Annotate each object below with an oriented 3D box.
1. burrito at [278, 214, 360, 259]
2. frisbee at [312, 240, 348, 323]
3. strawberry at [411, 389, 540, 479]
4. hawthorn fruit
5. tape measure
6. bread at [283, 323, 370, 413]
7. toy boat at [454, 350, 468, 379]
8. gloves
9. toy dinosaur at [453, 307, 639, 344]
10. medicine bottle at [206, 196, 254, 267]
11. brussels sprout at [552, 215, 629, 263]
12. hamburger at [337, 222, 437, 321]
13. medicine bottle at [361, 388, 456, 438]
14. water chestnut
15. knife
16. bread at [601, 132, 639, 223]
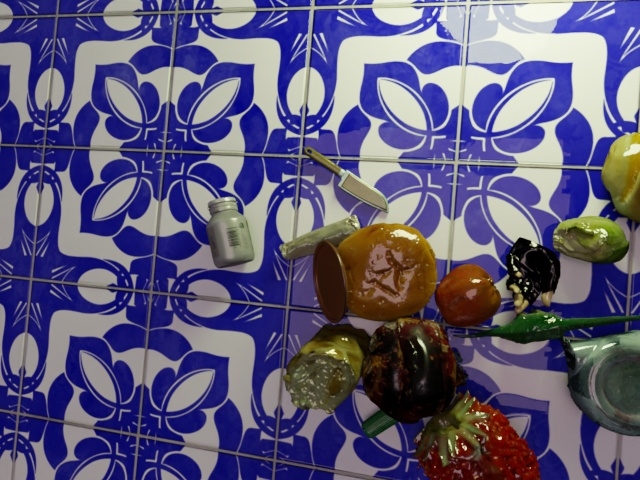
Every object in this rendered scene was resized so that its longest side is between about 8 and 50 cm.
[{"bbox_3d":[0.000,0.000,1.495,0.275,0.059,0.082,-20,74,10],"label":"burrito"},{"bbox_3d":[0.028,0.124,1.406,0.021,0.251,0.251,-6,86,-20],"label":"frisbee"},{"bbox_3d":[0.434,0.623,1.290,0.292,0.292,0.343,-34,96,9],"label":"strawberry"},{"bbox_3d":[0.421,0.164,1.344,0.189,0.189,0.189,-1,88,12],"label":"hawthorn fruit"},{"bbox_3d":[0.810,0.377,1.263,0.256,0.147,0.275,-13,81,9],"label":"tape measure"},{"bbox_3d":[0.025,0.369,1.383,0.196,0.252,0.238,38,100,7],"label":"bread"},{"bbox_3d":[0.392,0.356,1.394,0.061,0.060,0.137,-45,73,26],"label":"toy boat"},{"bbox_3d":[0.590,0.110,1.330,0.164,0.124,0.203,29,92,24],"label":"gloves"},{"bbox_3d":[0.589,0.238,1.235,0.447,0.301,0.087,-15,86,9],"label":"toy dinosaur"},{"bbox_3d":[-0.299,-0.026,1.520,0.135,0.135,0.215,-14,84,11],"label":"medicine bottle"},{"bbox_3d":[0.752,0.001,1.295,0.183,0.145,0.131,23,124,52],"label":"brussels sprout"},{"bbox_3d":[0.189,0.093,1.392,0.314,0.170,0.290,-8,86,11],"label":"hamburger"},{"bbox_3d":[0.259,0.494,1.409,0.309,0.076,0.111,-38,65,9],"label":"medicine bottle"},{"bbox_3d":[0.256,0.356,1.286,0.289,0.244,0.289,-18,57,29],"label":"water chestnut"},{"bbox_3d":[0.082,-0.192,1.500,0.343,0.027,0.061,34,91,8],"label":"knife"},{"bbox_3d":[0.940,-0.173,1.228,0.341,0.210,0.300,35,93,12],"label":"bread"}]
